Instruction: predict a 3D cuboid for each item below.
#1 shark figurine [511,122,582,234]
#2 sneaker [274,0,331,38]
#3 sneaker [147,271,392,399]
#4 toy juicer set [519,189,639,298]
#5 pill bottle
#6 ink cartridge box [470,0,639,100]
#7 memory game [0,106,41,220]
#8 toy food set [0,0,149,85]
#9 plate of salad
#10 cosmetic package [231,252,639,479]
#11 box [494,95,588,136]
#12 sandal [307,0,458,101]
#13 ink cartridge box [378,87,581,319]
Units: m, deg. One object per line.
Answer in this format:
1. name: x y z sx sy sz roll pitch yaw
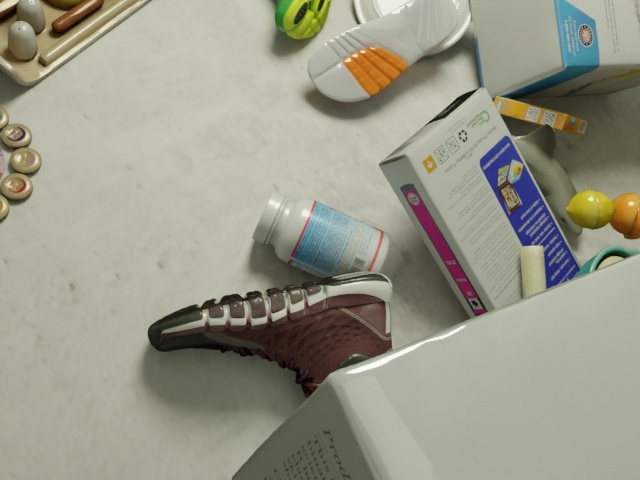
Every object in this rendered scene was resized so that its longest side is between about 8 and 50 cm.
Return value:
1. shark figurine: 0.278 -0.134 1.030 0.278 0.116 0.166 20 58 -8
2. sneaker: -0.041 -0.431 1.104 0.123 0.109 0.296 2 62 9
3. sneaker: -0.045 0.136 0.797 0.281 0.106 0.163 -10 92 -3
4. toy juicer set: 0.372 0.041 0.923 0.328 0.089 0.209 -23 97 -33
5. pill bottle: 0.000 0.000 0.885 0.160 0.087 0.087 25 59 -5
6. ink cartridge box: 0.404 -0.336 1.087 0.269 0.197 0.198 -7 89 -22
7. memory game: -0.432 -0.094 0.843 0.186 0.012 0.186 8 61 -14
8. toy food set: -0.383 -0.367 0.954 0.219 0.092 0.306 38 58 4
9. plate of salad: 0.152 -0.392 1.143 0.199 0.048 0.200 0 86 0
10. cosmetic package: 0.155 0.263 0.618 0.327 0.394 0.330 -17 70 -24
11. box: 0.326 -0.191 1.073 0.136 0.028 0.081 29 19 38
12. sandal: 0.094 -0.286 1.070 0.265 0.076 0.102 -32 99 -17
13. ink cartridge box: 0.237 0.003 0.927 0.175 0.069 0.371 -40 104 -30
